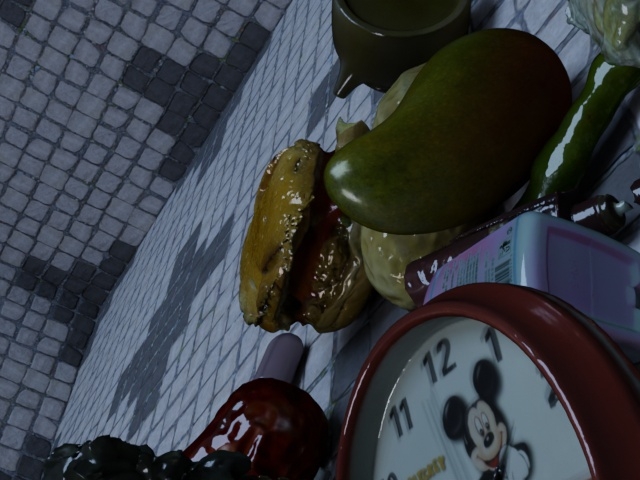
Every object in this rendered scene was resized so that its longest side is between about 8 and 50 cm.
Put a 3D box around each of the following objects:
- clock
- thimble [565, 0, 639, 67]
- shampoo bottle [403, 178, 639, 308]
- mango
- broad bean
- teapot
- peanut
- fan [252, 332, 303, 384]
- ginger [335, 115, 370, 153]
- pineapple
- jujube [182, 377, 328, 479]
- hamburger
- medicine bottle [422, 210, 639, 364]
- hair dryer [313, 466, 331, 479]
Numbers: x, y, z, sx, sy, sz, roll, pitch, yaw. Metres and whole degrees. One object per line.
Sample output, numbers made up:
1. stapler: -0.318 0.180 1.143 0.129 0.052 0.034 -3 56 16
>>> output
1. clock: 0.111 0.185 0.612 0.318 0.080 0.319 -10 78 62
2. thimble: 0.273 -0.219 0.738 0.190 0.137 0.143 -42 26 22
3. shampoo bottle: 0.173 0.006 0.790 0.236 0.067 0.068 -29 72 41
4. mango: 0.134 -0.097 0.887 0.289 0.146 0.129 -47 20 -27
5. broad bean: 0.224 -0.080 0.840 0.256 0.052 0.052 -60 11 10
6. teapot: 0.117 -0.288 1.314 0.267 0.185 0.175 -37 -25 -20
7. peanut: 0.115 -0.065 1.028 0.147 0.147 0.306 -46 28 46
8. fan: -0.079 0.230 1.264 0.244 0.074 0.130 -67 5 -31
9. ginger: 0.035 -0.093 1.078 0.057 0.044 0.137 107 170 -45
10. pineapple: -0.088 0.247 0.827 0.141 0.310 0.170 -62 16 -4
11. jujube: -0.088 0.266 1.082 0.230 0.155 0.155 -57 17 3
12. hamburger: 0.000 0.000 1.171 0.244 0.162 0.245 -166 90 -75
13. medicine bottle: 0.145 0.064 0.731 0.188 0.119 0.095 -40 37 52
14. hair dryer: -0.049 0.349 1.006 0.195 0.053 0.220 -44 24 49
